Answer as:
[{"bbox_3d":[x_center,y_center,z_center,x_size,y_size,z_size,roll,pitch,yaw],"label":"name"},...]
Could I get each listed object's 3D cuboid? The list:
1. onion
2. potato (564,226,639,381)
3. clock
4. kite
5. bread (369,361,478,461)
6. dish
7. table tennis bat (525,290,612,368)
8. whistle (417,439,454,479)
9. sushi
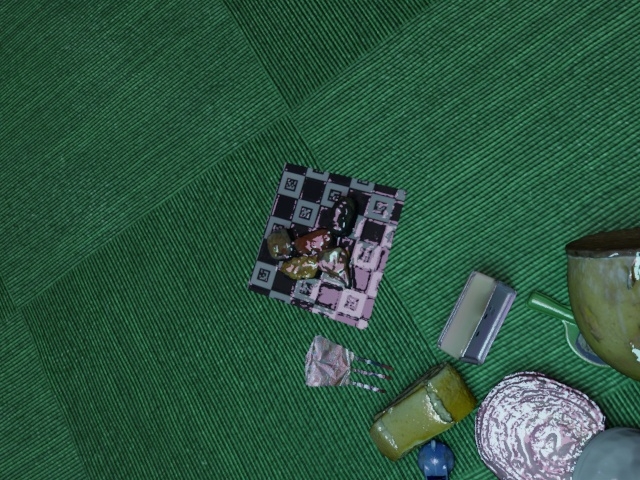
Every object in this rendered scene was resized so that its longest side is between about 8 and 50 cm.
[{"bbox_3d":[0.460,0.411,1.434,0.247,0.111,0.250,25,91,21],"label":"onion"},{"bbox_3d":[0.708,0.125,1.256,0.442,0.385,0.319,-11,94,24],"label":"potato"},{"bbox_3d":[0.348,0.174,1.486,0.071,0.147,0.192,27,92,34],"label":"clock"},{"bbox_3d":[0.066,0.319,1.636,0.229,0.016,0.127,14,90,23],"label":"kite"},{"bbox_3d":[0.214,0.386,1.485,0.257,0.186,0.124,-42,76,18],"label":"bread"},{"bbox_3d":[0.631,0.504,1.288,0.303,0.120,0.303,3,81,-19],"label":"dish"},{"bbox_3d":[0.577,0.179,1.468,0.257,0.039,0.160,24,88,18],"label":"table tennis bat"},{"bbox_3d":[0.263,0.510,1.515,0.090,0.090,0.158,-1,121,19],"label":"whistle"},{"bbox_3d":[0.000,0.000,1.675,0.343,0.064,0.359,16,87,20],"label":"sushi"}]
